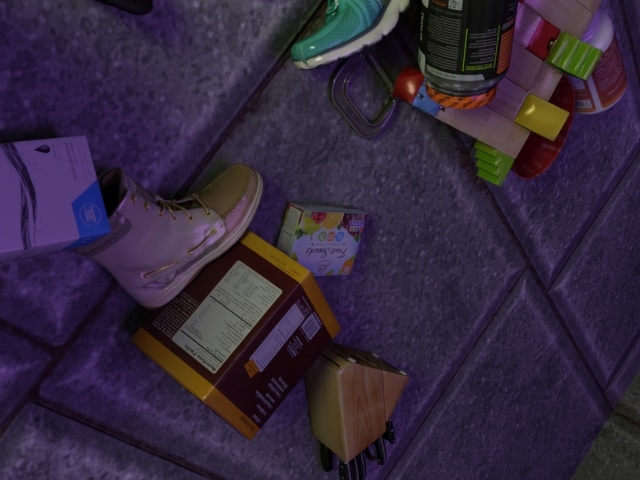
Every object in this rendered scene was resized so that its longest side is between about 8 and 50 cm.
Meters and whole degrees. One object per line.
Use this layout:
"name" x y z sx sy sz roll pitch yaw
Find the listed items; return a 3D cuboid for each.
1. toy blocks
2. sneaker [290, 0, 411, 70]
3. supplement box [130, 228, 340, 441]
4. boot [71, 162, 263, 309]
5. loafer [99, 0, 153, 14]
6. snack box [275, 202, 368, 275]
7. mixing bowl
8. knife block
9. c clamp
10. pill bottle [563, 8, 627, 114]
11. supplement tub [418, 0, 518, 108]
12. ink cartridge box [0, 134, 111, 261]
"toy blocks" 0.243 -0.300 1.164 0.261 0.191 0.381 19 103 -38
"sneaker" 0.047 -0.315 1.004 0.275 0.107 0.110 -51 122 -20
"supplement box" -0.099 0.119 1.026 0.194 0.129 0.191 -50 153 -14
"boot" -0.173 -0.037 0.920 0.213 0.077 0.165 -47 139 -6
"loafer" -0.225 -0.278 0.720 0.220 0.080 0.078 29 90 -51
"snack box" 0.000 0.000 1.164 0.141 0.037 0.100 0 113 -47
"mixing bowl" 0.334 -0.203 1.358 0.181 0.098 0.181 -26 129 -37
"knife block" 0.033 0.302 1.338 0.276 0.088 0.242 24 93 -52
"c clamp" 0.072 -0.222 1.123 0.137 0.022 0.160 -52 140 -12
"pill bottle" 0.450 -0.325 1.394 0.121 0.121 0.216 -54 141 -8
"supplement tub" 0.180 -0.266 0.993 0.117 0.117 0.190 -32 139 -31
"ink cartridge box" -0.301 -0.035 0.763 0.180 0.060 0.104 -14 88 -43
